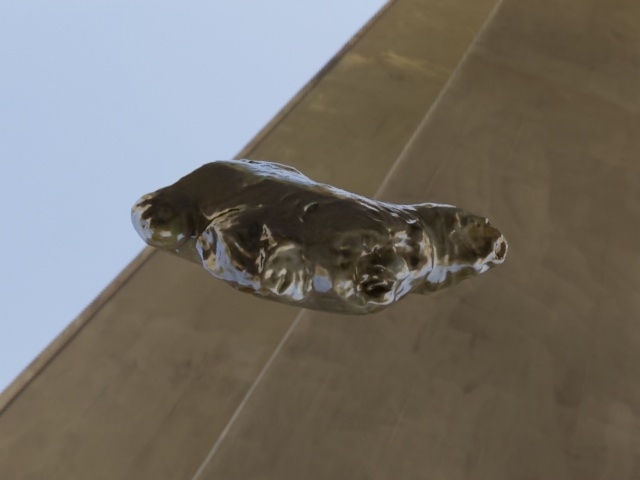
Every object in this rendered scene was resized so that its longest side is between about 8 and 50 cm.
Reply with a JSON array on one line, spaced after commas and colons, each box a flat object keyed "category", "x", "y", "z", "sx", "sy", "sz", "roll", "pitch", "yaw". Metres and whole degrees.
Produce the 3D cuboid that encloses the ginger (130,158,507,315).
[{"category": "ginger", "x": -0.003, "y": 0.002, "z": 0.481, "sx": 0.213, "sy": 0.074, "sz": 0.137, "roll": 17, "pitch": -149, "yaw": 17}]
